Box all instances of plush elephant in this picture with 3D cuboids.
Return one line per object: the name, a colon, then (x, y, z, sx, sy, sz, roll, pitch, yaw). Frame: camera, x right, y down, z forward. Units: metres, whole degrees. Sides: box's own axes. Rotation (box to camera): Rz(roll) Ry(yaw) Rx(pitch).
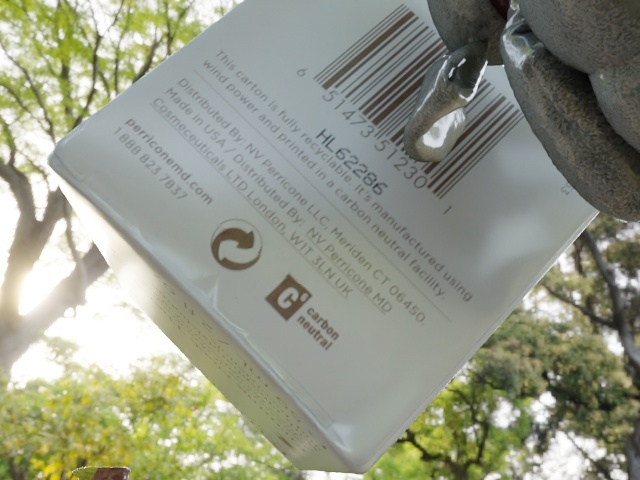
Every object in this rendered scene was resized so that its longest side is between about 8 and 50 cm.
plush elephant: (0.166, -0.160, 0.440, 0.329, 0.272, 0.255, 14, 12, -4)

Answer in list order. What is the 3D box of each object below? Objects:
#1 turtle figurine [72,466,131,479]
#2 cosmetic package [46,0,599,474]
turtle figurine: (-0.227, 0.350, 0.735, 0.087, 0.218, 0.269, -4, -26, -2)
cosmetic package: (0.000, 0.000, 0.719, 0.329, 0.327, 0.394, 44, -17, 7)
